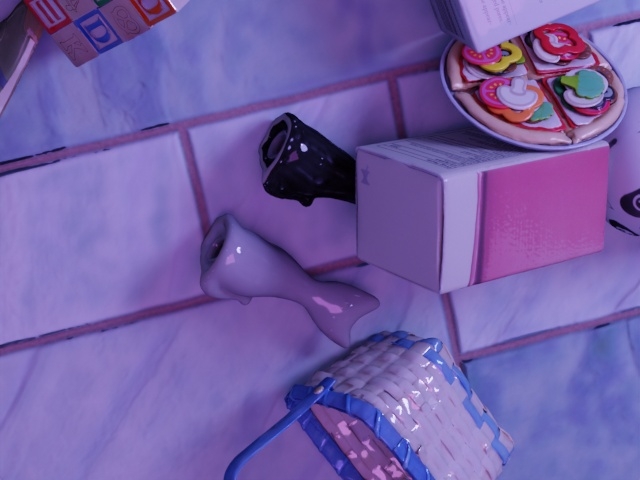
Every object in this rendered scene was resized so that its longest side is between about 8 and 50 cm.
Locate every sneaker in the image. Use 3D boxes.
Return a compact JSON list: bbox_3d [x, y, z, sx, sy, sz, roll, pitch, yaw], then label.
[{"bbox_3d":[-0.353,-0.175,1.348,0.086,0.064,0.192,25,105,-22],"label":"sneaker"}]

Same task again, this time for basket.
[{"bbox_3d":[0.058,0.262,1.474,0.289,0.201,0.255,-44,112,-28],"label":"basket"}]

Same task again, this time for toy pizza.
[{"bbox_3d":[0.226,-0.173,1.389,0.201,0.201,0.032,-1,140,-10],"label":"toy pizza"}]

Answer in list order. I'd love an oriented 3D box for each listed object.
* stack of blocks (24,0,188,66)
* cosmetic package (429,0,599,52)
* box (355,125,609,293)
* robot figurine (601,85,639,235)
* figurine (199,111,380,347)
[{"bbox_3d":[-0.254,-0.328,1.255,0.171,0.087,0.297,-18,118,44],"label":"stack of blocks"},{"bbox_3d":[0.200,-0.305,1.358,0.184,0.151,0.151,-24,110,-3],"label":"cosmetic package"},{"bbox_3d":[0.170,-0.042,1.397,0.232,0.148,0.127,-13,112,-32],"label":"box"},{"bbox_3d":[0.428,-0.092,1.454,0.278,0.173,0.209,-7,109,-8],"label":"robot figurine"},{"bbox_3d":[0.000,0.000,1.461,0.209,0.092,0.215,27,102,-21],"label":"figurine"}]
